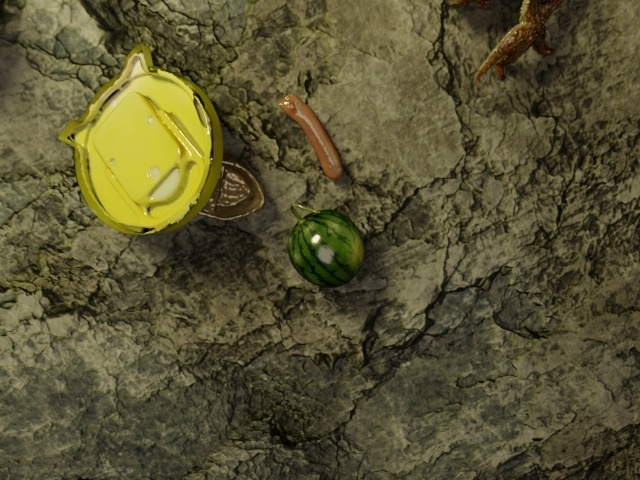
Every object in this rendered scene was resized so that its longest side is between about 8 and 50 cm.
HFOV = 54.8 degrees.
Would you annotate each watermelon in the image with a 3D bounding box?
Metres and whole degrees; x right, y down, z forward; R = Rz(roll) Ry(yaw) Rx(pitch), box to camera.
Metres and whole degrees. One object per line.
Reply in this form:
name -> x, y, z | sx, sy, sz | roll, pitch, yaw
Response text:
watermelon -> 0.000, 0.000, 1.143 | 0.140, 0.141, 0.187 | -34, 109, 10

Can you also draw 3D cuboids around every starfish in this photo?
starfish -> 0.338, -0.351, 1.009 | 0.213, 0.057, 0.238 | -37, 154, -13

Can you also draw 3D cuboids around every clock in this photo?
clock -> -0.287, -0.150, 1.037 | 0.277, 0.071, 0.294 | -36, 75, 18

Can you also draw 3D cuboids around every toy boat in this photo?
toy boat -> -0.191, -0.103, 1.122 | 0.188, 0.061, 0.116 | 16, 110, -11

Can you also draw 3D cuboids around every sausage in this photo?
sausage -> -0.011, -0.186, 1.111 | 0.047, 0.040, 0.177 | -28, 113, 14

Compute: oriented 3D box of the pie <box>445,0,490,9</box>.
pie -> 0.246, -0.524, 0.934 | 0.257, 0.105, 0.274 | -32, 104, 28
